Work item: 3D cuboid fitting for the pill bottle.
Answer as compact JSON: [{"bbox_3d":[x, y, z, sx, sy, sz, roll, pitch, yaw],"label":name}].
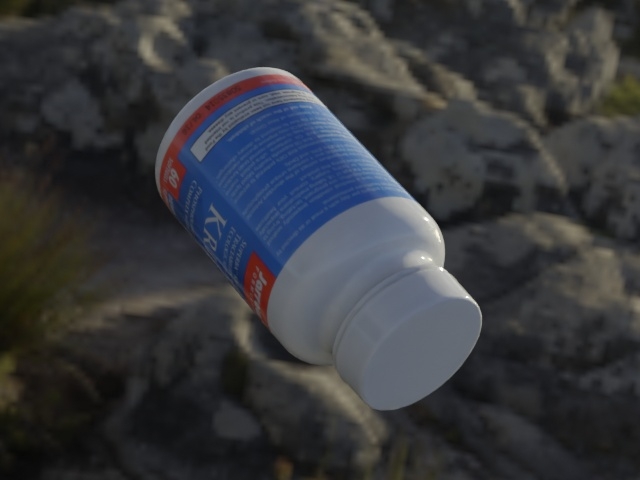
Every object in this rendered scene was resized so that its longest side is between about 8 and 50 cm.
[{"bbox_3d":[0.000,0.000,1.185,0.124,0.124,0.221,-7,42,-39],"label":"pill bottle"}]
